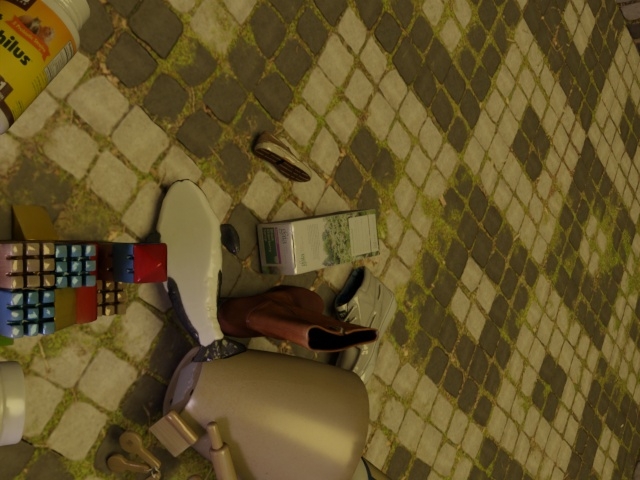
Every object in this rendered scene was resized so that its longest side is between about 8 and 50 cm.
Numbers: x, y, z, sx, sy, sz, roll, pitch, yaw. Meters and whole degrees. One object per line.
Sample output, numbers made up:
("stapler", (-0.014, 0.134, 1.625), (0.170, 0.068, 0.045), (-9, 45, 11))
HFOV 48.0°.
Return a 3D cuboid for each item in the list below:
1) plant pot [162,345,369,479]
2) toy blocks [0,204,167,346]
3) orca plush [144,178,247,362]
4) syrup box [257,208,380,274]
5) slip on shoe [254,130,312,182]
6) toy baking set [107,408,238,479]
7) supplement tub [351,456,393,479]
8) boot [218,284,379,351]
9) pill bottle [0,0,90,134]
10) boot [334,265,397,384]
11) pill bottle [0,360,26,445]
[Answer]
("plant pot", (-0.106, 0.282, 1.168), (0.273, 0.256, 0.257), (28, 70, -23))
("toy blocks", (-0.366, 0.049, 0.859), (0.381, 0.260, 0.191), (-1, 91, -45))
("orca plush", (-0.185, 0.050, 1.147), (0.151, 0.102, 0.287), (-27, 79, -5))
("syrup box", (0.000, 0.000, 1.344), (0.236, 0.096, 0.093), (-11, 97, -44))
("slip on shoe", (-0.064, -0.152, 1.313), (0.135, 0.051, 0.041), (29, 59, -35))
("toy baking set", (-0.213, 0.371, 1.088), (0.030, 0.196, 0.256), (-55, 131, -68))
("supplement tub", (0.058, 0.529, 1.324), (0.316, 0.228, 0.228), (46, 60, -36))
("boot", (-0.016, 0.126, 1.200), (0.264, 0.280, 0.096), (10, 84, -45))
("pill bottle", (-0.394, -0.247, 0.925), (0.117, 0.117, 0.215), (49, 58, -34))
("boot", (0.060, 0.176, 1.426), (0.123, 0.095, 0.258), (47, 51, -28))
("pill bottle", (-0.447, 0.177, 0.730), (0.263, 0.146, 0.146), (2, 90, -36))
